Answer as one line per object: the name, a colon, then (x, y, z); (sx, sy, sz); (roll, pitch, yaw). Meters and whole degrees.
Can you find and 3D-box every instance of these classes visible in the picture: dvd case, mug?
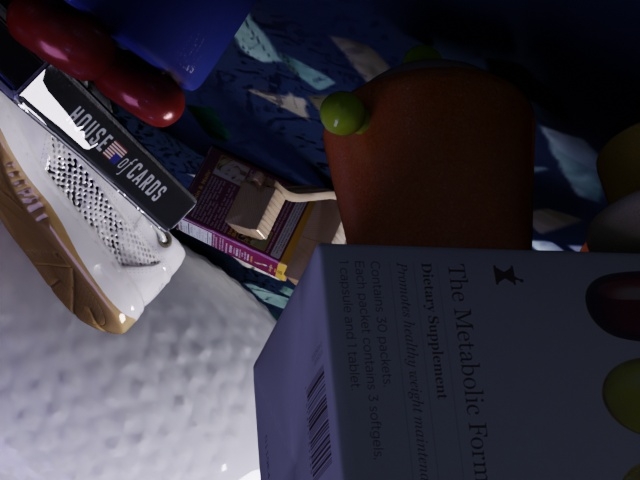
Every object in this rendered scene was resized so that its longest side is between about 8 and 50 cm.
dvd case: (-0.173, -0.113, 0.727); (0.238, 0.029, 0.179); (44, 178, 24)
mug: (-0.205, 0.153, 1.203); (0.328, 0.374, 0.276); (23, 148, -10)

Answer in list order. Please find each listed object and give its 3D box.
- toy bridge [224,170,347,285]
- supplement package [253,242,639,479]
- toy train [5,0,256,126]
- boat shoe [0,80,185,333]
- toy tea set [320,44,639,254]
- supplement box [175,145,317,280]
toy bridge: (0.000, 0.000, 0.935); (0.026, 0.063, 0.188); (17, 163, 31)
supplement package: (0.106, 0.090, 0.612); (0.244, 0.139, 0.134); (1, 154, -15)
toy train: (-0.112, -0.136, 0.536); (0.143, 0.105, 0.248); (33, -179, 14)
boat shoe: (-0.180, -0.070, 0.948); (0.098, 0.096, 0.277); (9, 136, 49)
toy tea set: (0.114, -0.001, 0.733); (0.200, 0.124, 0.336); (-6, 155, 5)
supplement box: (-0.048, -0.017, 0.974); (0.083, 0.055, 0.043); (26, 165, 2)
